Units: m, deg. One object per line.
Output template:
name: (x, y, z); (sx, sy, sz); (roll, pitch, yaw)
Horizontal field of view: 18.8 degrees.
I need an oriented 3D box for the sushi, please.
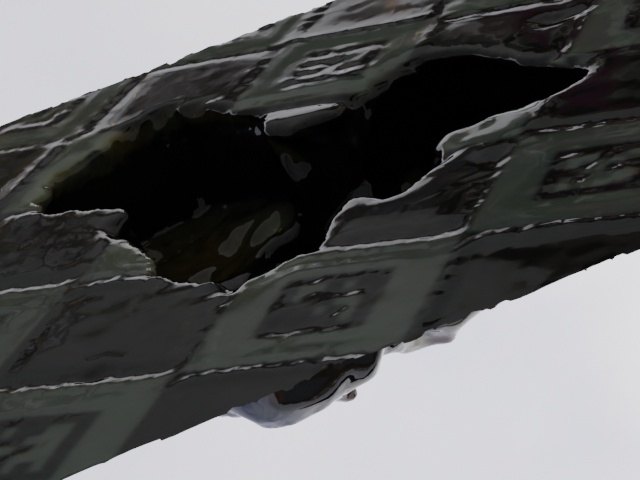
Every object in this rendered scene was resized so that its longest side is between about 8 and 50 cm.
sushi: (0.000, 0.000, 0.474); (0.219, 0.047, 0.231); (-21, -157, -7)
